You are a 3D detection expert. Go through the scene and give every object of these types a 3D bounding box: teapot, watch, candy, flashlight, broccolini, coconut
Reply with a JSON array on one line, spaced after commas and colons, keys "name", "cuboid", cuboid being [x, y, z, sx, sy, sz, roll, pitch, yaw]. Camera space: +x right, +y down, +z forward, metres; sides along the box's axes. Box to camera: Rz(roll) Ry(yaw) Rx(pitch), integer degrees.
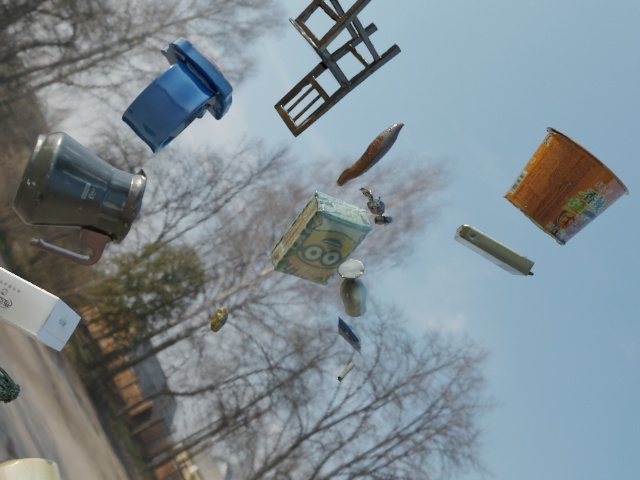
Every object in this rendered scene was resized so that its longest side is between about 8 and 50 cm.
[{"name": "teapot", "cuboid": [-0.756, -0.120, 2.238, 0.376, 0.361, 0.305, -66, -158, 9]}, {"name": "watch", "cuboid": [-0.411, -0.369, 1.952, 0.241, 0.274, 0.305, 45, -25, -8]}, {"name": "candy", "cuboid": [0.192, -0.114, 2.505, 0.094, 0.051, 0.226, 21, -20, 29]}, {"name": "candy", "cuboid": [0.081, 0.259, 1.940, 0.088, 0.038, 0.136, 45, -13, 23]}, {"name": "flashlight", "cuboid": [0.092, 0.477, 2.599, 0.018, 0.083, 0.018, 35, -14, 33]}, {"name": "broccolini", "cuboid": [-0.818, 0.307, 1.738, 0.216, 0.058, 0.067, 53, 14, -13]}, {"name": "coconut", "cuboid": [-0.718, 0.630, 1.674, 0.244, 0.239, 0.239, 56, -19, 34]}]

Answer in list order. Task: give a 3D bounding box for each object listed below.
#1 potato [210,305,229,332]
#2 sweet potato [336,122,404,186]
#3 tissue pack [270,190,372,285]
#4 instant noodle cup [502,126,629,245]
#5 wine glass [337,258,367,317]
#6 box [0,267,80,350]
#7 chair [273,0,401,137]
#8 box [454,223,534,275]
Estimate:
[{"name": "potato", "cuboid": [-0.309, 0.243, 2.205, 0.046, 0.092, 0.045, -12, -51, 46]}, {"name": "sweet potato", "cuboid": [0.148, -0.245, 2.039, 0.057, 0.264, 0.057, 42, -11, 10]}, {"name": "tissue pack", "cuboid": [0.000, 0.000, 2.477, 0.311, 0.227, 0.128, -51, -145, 30]}, {"name": "instant noodle cup", "cuboid": [0.532, -0.111, 1.587, 0.230, 0.182, 0.230, 39, 9, -8]}, {"name": "wine glass", "cuboid": [0.110, 0.164, 2.381, 0.093, 0.092, 0.202, 47, -25, 40]}, {"name": "box", "cuboid": [-0.787, 0.161, 1.851, 0.274, 0.116, 0.203, 26, -18, 7]}, {"name": "chair", "cuboid": [-0.006, -0.555, 2.156, 0.240, 0.416, 0.203, 45, 9, -49]}, {"name": "box", "cuboid": [0.435, 0.026, 1.805, 0.210, 0.045, 0.270, 31, 2, 9]}]
